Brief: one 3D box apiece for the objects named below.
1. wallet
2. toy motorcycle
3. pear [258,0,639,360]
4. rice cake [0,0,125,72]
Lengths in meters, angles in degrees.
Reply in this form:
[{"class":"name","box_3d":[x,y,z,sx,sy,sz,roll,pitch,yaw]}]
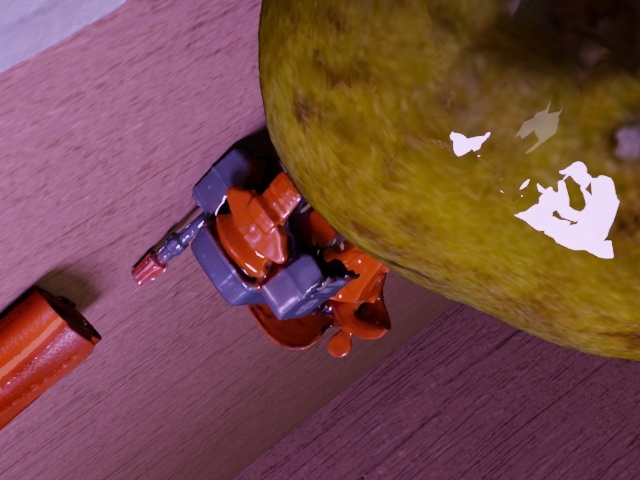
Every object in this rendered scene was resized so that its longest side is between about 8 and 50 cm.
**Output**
[{"class":"wallet","box_3d":[-0.247,0.120,1.055,0.204,0.045,0.142,-41,169,-3]},{"class":"toy motorcycle","box_3d":[0.000,0.000,1.195,0.221,0.147,0.326,-42,164,18]},{"class":"pear","box_3d":[0.145,-0.104,0.770,0.352,0.352,0.413,-44,174,12]},{"class":"rice cake","box_3d":[-0.160,-0.085,0.572,0.211,0.038,0.124,-36,168,-24]}]
